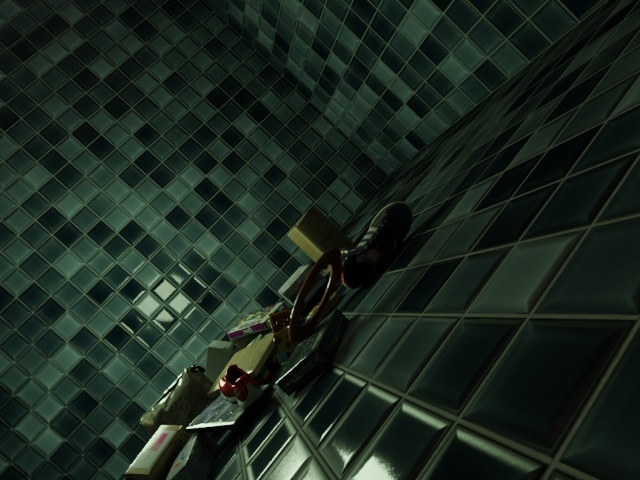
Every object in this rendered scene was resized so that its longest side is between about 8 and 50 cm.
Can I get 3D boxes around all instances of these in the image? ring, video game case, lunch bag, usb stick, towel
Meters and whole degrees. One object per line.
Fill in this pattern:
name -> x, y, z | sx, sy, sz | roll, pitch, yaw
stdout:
ring -> -0.006, 0.181, 1.492 | 0.337, 0.032, 0.337 | -53, -23, -34
video game case -> -0.304, 0.561, 1.523 | 0.274, 0.026, 0.196 | -25, 8, 39
video game case -> -0.303, 0.384, 2.199 | 0.232, 0.042, 0.210 | -21, 10, 27
lunch bag -> -0.523, 0.679, 1.802 | 0.305, 0.256, 0.212 | -47, 4, -5
usb stick -> -0.031, 0.267, 2.188 | 0.278, 0.045, 0.077 | -50, -3, -34
towel -> -0.176, 0.392, 2.102 | 0.102, 0.021, 0.237 | -1, -19, -39

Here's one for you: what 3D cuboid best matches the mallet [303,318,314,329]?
mallet -> -0.047, 0.342, 1.631 | 0.062, 0.039, 0.190 | -55, 8, 12

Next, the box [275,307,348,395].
box -> -0.019, 0.316, 1.319 | 0.183, 0.059, 0.233 | -46, 3, 23

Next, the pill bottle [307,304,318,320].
pill bottle -> -0.015, 0.285, 1.771 | 0.043, 0.043, 0.083 | -44, 5, 43

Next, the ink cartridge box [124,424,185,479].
ink cartridge box -> -0.526, 0.758, 1.495 | 0.088, 0.194, 0.235 | -1, 15, 11

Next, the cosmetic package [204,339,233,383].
cosmetic package -> -0.461, 0.582, 2.062 | 0.127, 0.107, 0.238 | 108, 165, -90

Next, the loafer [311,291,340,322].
loafer -> 0.021, 0.244, 1.724 | 0.148, 0.050, 0.056 | -50, 5, -26

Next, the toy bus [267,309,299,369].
toy bus -> -0.108, 0.334, 1.584 | 0.104, 0.191, 0.202 | -20, -3, -4

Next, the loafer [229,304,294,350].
loafer -> -0.270, 0.446, 2.301 | 0.365, 0.130, 0.134 | -27, 11, -1

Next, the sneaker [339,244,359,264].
sneaker -> 0.148, 0.073, 1.888 | 0.083, 0.087, 0.221 | -58, 23, -14

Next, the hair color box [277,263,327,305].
hair color box -> -0.096, 0.219, 2.188 | 0.185, 0.113, 0.374 | -48, 3, -9

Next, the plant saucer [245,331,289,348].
plant saucer -> -0.304, 0.535, 2.065 | 0.400, 0.100, 0.400 | -47, 3, 3

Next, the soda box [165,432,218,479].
soda box -> -0.396, 0.695, 1.416 | 0.098, 0.091, 0.286 | -45, 3, -7

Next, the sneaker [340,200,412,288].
sneaker -> 0.190, 0.027, 1.533 | 0.350, 0.131, 0.148 | -57, -1, 14

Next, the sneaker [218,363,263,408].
sneaker -> -0.275, 0.463, 1.515 | 0.107, 0.118, 0.279 | -31, 8, -31

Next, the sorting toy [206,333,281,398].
sorting toy -> -0.275, 0.504, 1.781 | 0.255, 0.089, 0.257 | -32, 11, 26

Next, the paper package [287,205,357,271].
paper package -> 0.000, 0.000, 2.481 | 0.168, 0.325, 0.309 | -49, 4, -14
